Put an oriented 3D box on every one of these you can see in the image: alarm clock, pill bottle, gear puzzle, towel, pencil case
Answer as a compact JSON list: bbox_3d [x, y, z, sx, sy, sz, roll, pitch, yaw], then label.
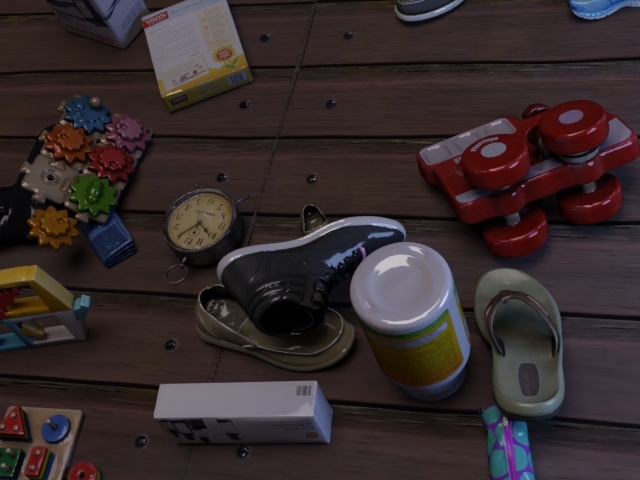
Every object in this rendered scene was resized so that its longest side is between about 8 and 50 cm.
[{"bbox_3d":[-0.202,-0.005,1.839,0.129,0.064,0.192,15,59,25],"label":"alarm clock"},{"bbox_3d":[0.132,0.123,1.530,0.136,0.245,0.136,-9,54,12],"label":"pill bottle"},{"bbox_3d":[-0.419,-0.123,1.923,0.176,0.044,0.338,25,51,-7],"label":"gear puzzle"},{"bbox_3d":[-0.368,-0.011,1.916,0.067,0.029,0.119,-33,53,-6],"label":"towel"},{"bbox_3d":[0.253,0.291,1.484,0.065,0.070,0.151,-8,55,7],"label":"pencil case"}]

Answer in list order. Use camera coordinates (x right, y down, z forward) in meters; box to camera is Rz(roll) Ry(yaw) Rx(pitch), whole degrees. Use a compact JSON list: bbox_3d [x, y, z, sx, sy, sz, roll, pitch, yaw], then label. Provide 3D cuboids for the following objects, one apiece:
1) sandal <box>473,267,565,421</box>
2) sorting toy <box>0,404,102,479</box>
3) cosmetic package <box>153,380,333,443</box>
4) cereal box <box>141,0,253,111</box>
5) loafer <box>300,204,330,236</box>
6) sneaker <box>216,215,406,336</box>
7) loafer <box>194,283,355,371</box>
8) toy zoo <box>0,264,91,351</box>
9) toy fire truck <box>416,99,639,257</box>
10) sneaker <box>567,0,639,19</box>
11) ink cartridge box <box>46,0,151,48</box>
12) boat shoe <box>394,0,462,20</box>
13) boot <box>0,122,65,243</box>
[{"bbox_3d":[0.282,0.126,1.551,0.120,0.086,0.302,-11,33,6],"label":"sandal"},{"bbox_3d":[-0.455,0.312,1.706,0.275,0.046,0.132,0,56,18],"label":"sorting toy"},{"bbox_3d":[-0.110,0.252,1.609,0.239,0.099,0.060,-3,58,16],"label":"cosmetic package"},{"bbox_3d":[-0.237,-0.366,2.114,0.173,0.047,0.240,-20,52,3],"label":"cereal box"},{"bbox_3d":[0.000,0.000,1.780,0.056,0.050,0.148,-29,52,-4],"label":"loafer"},{"bbox_3d":[0.008,0.060,1.641,0.296,0.104,0.147,-14,48,-16],"label":"sneaker"},{"bbox_3d":[-0.080,0.128,1.689,0.269,0.092,0.101,6,58,21],"label":"loafer"},{"bbox_3d":[-0.503,0.115,1.768,0.293,0.192,0.030,-9,54,12],"label":"toy zoo"},{"bbox_3d":[0.318,-0.131,1.719,0.302,0.169,0.254,-23,34,-1],"label":"toy fire truck"},{"bbox_3d":[0.504,-0.435,1.916,0.162,0.073,0.063,-15,53,7],"label":"sneaker"},{"bbox_3d":[-0.459,-0.498,2.159,0.172,0.237,0.100,22,68,29],"label":"ink cartridge box"},{"bbox_3d":[0.257,-0.512,2.035,0.305,0.091,0.109,-34,53,-8],"label":"boat shoe"},{"bbox_3d":[-0.562,-0.096,1.994,0.207,0.094,0.246,-5,61,9],"label":"boot"}]
